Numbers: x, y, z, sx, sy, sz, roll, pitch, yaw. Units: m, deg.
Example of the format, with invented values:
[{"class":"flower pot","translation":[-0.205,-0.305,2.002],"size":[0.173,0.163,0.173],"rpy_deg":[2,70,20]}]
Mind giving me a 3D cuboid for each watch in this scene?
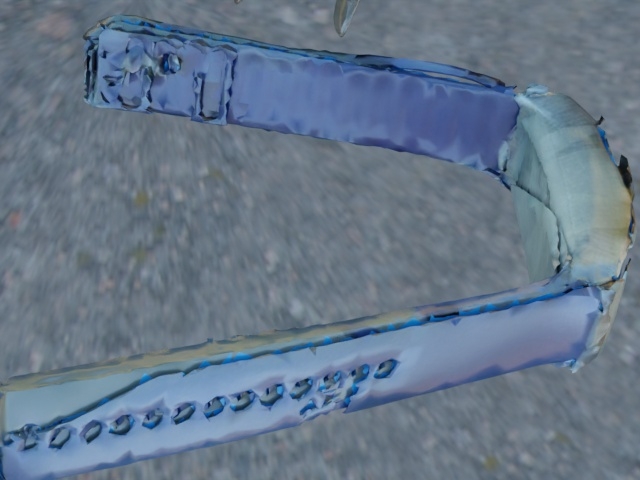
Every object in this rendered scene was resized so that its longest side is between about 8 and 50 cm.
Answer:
[{"class":"watch","translation":[0.005,0.009,0.892],"size":[0.274,0.276,0.068],"rpy_deg":[10,133,-3]}]

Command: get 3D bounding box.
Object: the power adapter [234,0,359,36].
[{"class":"power adapter","translation":[0.026,-0.219,0.979],"size":[0.187,0.124,0.255],"rpy_deg":[16,121,-14]}]
